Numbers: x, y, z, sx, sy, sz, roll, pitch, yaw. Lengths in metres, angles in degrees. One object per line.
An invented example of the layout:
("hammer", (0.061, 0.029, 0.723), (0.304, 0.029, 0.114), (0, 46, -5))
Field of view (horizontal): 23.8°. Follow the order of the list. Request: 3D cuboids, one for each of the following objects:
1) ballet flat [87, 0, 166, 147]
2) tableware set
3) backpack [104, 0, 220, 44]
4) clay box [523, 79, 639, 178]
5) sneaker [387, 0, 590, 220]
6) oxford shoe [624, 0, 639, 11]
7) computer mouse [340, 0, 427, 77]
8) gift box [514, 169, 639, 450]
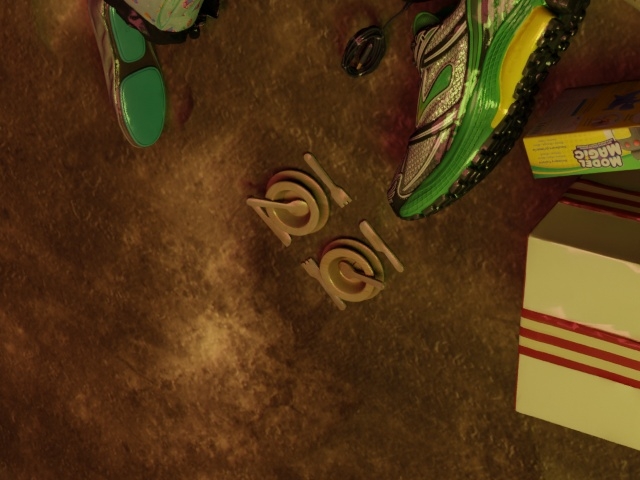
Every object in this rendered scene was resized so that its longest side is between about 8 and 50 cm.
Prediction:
("ballet flat", (-0.237, -0.219, 1.859), (0.068, 0.072, 0.213), (29, 135, 49))
("tableware set", (0.000, 0.000, 1.856), (0.194, 0.039, 0.128), (50, 131, -5))
("backpack", (-0.171, -0.322, 1.712), (0.152, 0.115, 0.182), (43, 128, 5))
("clay box", (0.331, -0.119, 1.524), (0.222, 0.127, 0.053), (-3, 117, 33))
("sneaker", (0.154, -0.168, 1.618), (0.146, 0.134, 0.343), (36, 122, 16))
("oxford shoe", (0.310, -0.249, 1.371), (0.348, 0.130, 0.123), (34, 110, 39))
("computer mouse", (0.084, -0.260, 1.640), (0.242, 0.071, 0.041), (-48, 56, 45))
("gift box", (0.358, 0.059, 1.538), (0.258, 0.255, 0.276), (17, 129, 24))
